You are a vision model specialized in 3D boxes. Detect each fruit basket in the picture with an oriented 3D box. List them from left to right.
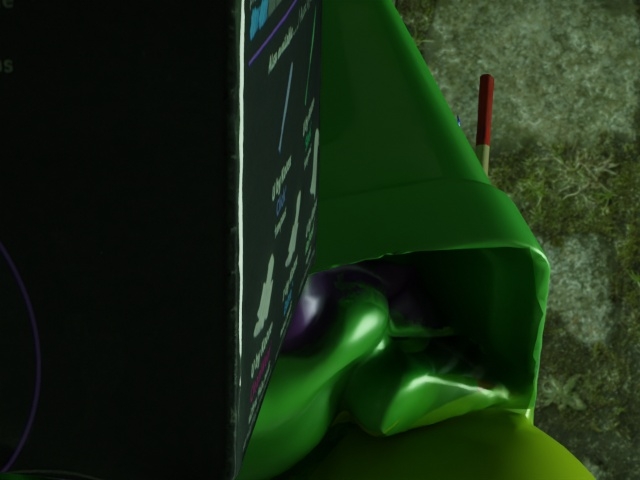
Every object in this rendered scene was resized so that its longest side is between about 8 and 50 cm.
[{"bbox_3d":[-0.008,0.114,0.721,0.392,0.283,0.392,171,-90,-90],"label":"fruit basket"}]

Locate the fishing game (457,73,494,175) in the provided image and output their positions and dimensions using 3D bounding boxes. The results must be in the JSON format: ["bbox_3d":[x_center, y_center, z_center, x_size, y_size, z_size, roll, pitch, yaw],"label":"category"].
[{"bbox_3d":[0.000,0.000,1.009,0.041,0.264,0.189,28,58,-42],"label":"fishing game"}]

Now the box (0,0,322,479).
[{"bbox_3d":[-0.086,-0.093,0.431,0.143,0.165,0.270,-70,164,-66],"label":"box"}]

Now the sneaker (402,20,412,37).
[{"bbox_3d":[-0.007,-0.160,1.189,0.102,0.146,0.293,74,22,-73],"label":"sneaker"}]
